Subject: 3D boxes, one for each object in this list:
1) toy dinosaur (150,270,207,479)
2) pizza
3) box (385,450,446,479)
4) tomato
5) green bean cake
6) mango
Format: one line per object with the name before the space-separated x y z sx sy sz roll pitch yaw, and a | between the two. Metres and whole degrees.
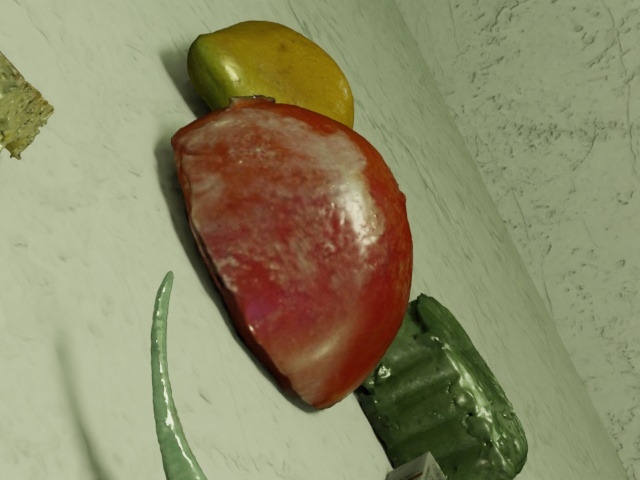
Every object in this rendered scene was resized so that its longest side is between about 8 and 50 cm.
toy dinosaur | -0.060 0.207 0.728 0.205 0.092 0.393 32 31 -63
pizza | -0.252 -0.125 0.736 0.204 0.080 0.188 49 -6 -10
box | 0.080 0.264 1.174 0.039 0.055 0.218 59 14 -4
tomato | 0.003 -0.005 1.172 0.309 0.170 0.309 54 16 -23
green bean cake | 0.132 0.179 1.386 0.227 0.125 0.222 59 13 10
mango | -0.053 -0.164 1.382 0.317 0.119 0.176 9 62 -66
